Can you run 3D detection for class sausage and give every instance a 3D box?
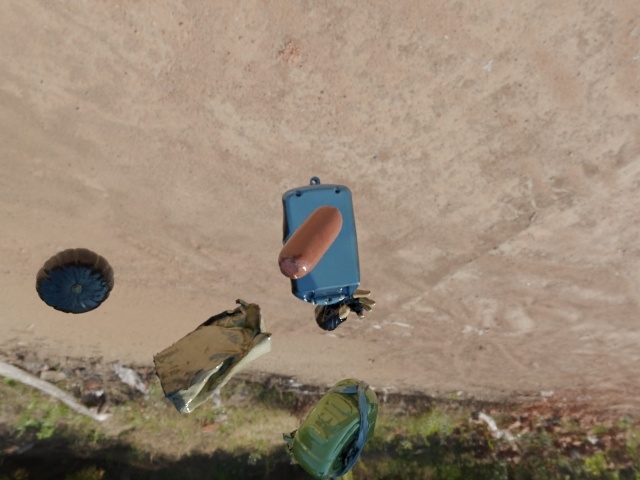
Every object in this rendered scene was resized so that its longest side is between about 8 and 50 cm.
[{"bbox_3d":[-0.014,-0.001,0.767,0.062,0.154,0.062,20,136,20],"label":"sausage"}]

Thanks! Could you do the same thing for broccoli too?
[{"bbox_3d":[-0.087,0.666,1.529,0.092,0.095,0.097,15,175,9],"label":"broccoli"}]

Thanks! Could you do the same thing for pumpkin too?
[{"bbox_3d":[-0.676,0.114,1.281,0.194,0.194,0.150,5,174,-19],"label":"pumpkin"}]

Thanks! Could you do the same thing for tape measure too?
[{"bbox_3d":[0.034,0.336,0.817,0.175,0.106,0.200,-36,148,-34],"label":"tape measure"}]

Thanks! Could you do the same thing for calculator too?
[{"bbox_3d":[0.000,0.000,1.049,0.173,0.293,0.051,-6,-179,-13],"label":"calculator"}]

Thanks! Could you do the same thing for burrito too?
[{"bbox_3d":[-0.279,0.313,1.268,0.332,0.190,0.135,-34,130,-4],"label":"burrito"}]

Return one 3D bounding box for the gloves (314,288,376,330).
[{"bbox_3d":[0.075,0.198,1.392,0.203,0.124,0.164,-45,174,26],"label":"gloves"}]
